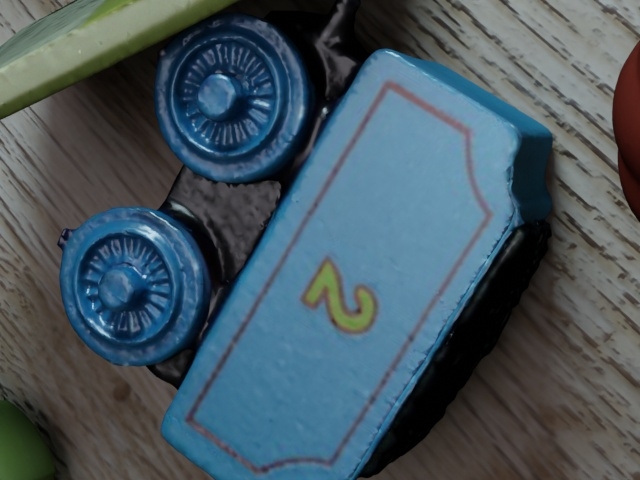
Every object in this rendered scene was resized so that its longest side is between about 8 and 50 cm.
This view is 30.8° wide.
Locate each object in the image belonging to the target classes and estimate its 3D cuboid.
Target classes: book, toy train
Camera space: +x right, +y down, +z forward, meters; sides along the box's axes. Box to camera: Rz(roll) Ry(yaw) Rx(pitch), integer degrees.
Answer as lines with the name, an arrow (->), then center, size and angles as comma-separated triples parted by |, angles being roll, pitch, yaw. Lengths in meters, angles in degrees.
book -> -0.109, -0.172, 0.791 | 0.352, 0.239, 0.035 | -21, 111, 25
toy train -> 0.000, 0.000, 0.762 | 0.265, 0.188, 0.300 | 34, 105, 15

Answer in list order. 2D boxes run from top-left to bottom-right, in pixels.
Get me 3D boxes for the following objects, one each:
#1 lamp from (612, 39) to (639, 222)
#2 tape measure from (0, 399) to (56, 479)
lamp -> 0.271, -0.062, 0.615 | 0.226, 0.227, 0.227 | 0, 91, 27
tape measure -> -0.304, 0.207, 0.953 | 0.175, 0.106, 0.200 | -42, 75, 24
